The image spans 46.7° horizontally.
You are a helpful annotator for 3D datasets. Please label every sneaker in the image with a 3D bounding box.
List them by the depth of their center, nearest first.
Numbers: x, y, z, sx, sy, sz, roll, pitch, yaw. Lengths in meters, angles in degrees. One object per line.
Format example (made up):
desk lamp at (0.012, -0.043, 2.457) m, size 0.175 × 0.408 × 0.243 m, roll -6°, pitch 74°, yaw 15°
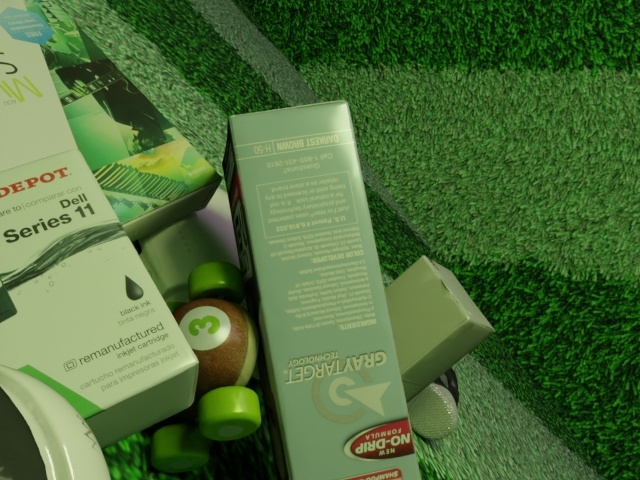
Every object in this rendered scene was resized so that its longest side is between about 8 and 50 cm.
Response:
sneaker at (0.157, 0.218, 1.315) m, size 0.268 × 0.101 × 0.153 m, roll 59°, pitch 16°, yaw 12°

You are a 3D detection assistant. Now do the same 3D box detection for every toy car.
toy car at (-0.162, 0.095, 0.628) m, size 0.188 × 0.149 × 0.155 m, roll 20°, pitch 44°, yaw -36°

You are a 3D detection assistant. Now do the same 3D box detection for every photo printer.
photo printer at (-0.124, 0.036, 0.916) m, size 0.307 × 0.107 × 0.256 m, roll 36°, pitch 20°, yaw -43°

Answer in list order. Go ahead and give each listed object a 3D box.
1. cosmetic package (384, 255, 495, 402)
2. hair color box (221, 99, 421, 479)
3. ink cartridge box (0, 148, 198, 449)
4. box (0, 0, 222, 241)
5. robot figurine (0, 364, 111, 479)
cosmetic package at (0.116, 0.149, 1.077) m, size 0.107 × 0.238 × 0.127 m, roll 30°, pitch 25°, yaw -52°
hair color box at (-0.008, 0.077, 0.712) m, size 0.185 × 0.114 × 0.374 m, roll 142°, pitch -63°, yaw -79°
ink cartridge box at (-0.203, 0.051, 0.539) m, size 0.208 × 0.153 × 0.087 m, roll 55°, pitch -28°, yaw 22°
box at (-0.282, -0.125, 0.742) m, size 0.322 × 0.058 × 0.232 m, roll 47°, pitch 38°, yaw 6°
robot figurine at (-0.215, 0.132, 0.298) m, size 0.278 × 0.174 × 0.209 m, roll 19°, pitch 76°, yaw -62°
